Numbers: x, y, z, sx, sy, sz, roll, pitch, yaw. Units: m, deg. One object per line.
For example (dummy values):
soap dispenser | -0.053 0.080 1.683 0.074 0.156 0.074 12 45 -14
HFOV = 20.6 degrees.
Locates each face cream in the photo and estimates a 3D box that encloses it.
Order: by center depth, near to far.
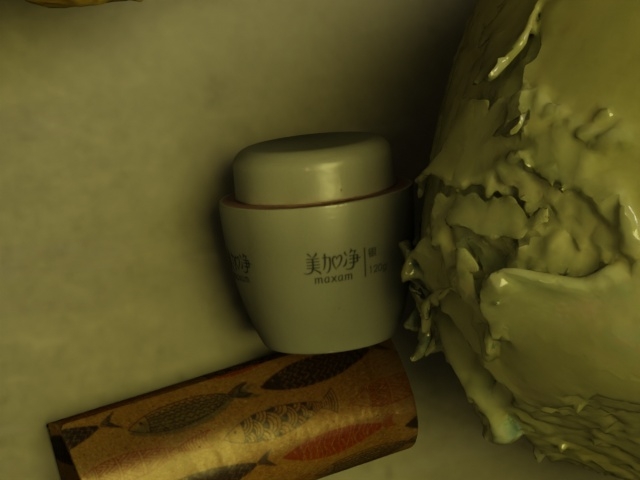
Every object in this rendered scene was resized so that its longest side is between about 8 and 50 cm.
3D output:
face cream | 0.000 0.000 0.821 0.091 0.091 0.095 -10 101 -24

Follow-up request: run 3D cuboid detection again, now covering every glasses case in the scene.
glasses case | -0.038 0.093 0.830 0.170 0.041 0.065 -16 95 -23

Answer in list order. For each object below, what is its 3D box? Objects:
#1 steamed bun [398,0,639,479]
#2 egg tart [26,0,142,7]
steamed bun | 0.167 -0.046 0.792 0.233 0.334 0.312 17 66 -1
egg tart | -0.121 -0.237 0.756 0.290 0.115 0.290 1 87 -24
